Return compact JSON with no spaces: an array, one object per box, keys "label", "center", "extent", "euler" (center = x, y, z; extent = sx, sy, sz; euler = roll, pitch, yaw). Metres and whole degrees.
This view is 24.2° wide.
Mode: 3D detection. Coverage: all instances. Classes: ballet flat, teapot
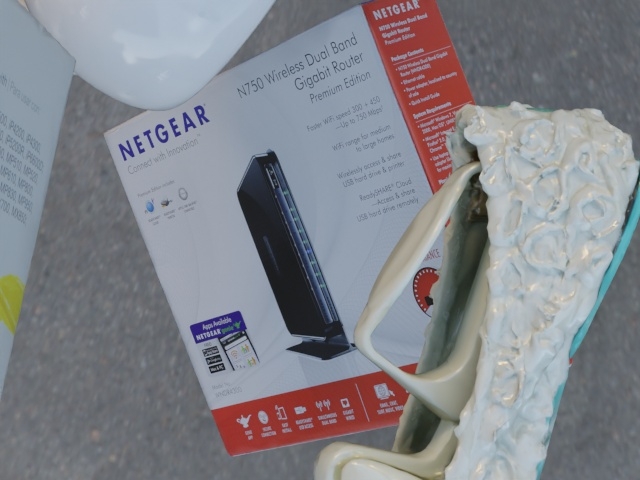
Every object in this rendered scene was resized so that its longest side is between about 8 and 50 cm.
[{"label":"ballet flat","center":[0.069,0.104,0.893],"extent":[0.147,0.147,0.409],"euler":[19,85,-6]},{"label":"teapot","center":[-0.115,-0.224,0.962],"extent":[0.187,0.252,0.256],"euler":[34,68,-19]}]

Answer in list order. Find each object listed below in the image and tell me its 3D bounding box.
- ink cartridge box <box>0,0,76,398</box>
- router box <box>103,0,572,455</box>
[{"label":"ink cartridge box","center":[-0.315,0.038,0.789],"extent":[0.279,0.160,0.385],"euler":[9,80,11]},{"label":"router box","center":[0.000,0.000,1.181],"extent":[0.335,0.082,0.301],"euler":[-20,93,47]}]
